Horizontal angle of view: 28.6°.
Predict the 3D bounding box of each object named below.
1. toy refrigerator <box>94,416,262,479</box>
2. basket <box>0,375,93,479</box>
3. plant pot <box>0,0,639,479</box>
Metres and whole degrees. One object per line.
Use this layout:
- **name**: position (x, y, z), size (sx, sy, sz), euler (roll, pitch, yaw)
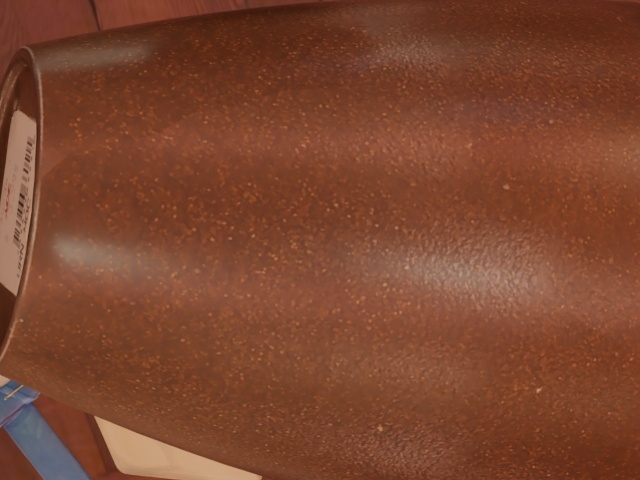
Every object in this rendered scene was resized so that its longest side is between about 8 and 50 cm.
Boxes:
- **toy refrigerator**: position (-0.052, 0.002, 0.751), size (0.094, 0.270, 0.102), euler (4, 140, 11)
- **basket**: position (-0.220, 0.077, 0.707), size (0.201, 0.289, 0.255), euler (-45, 153, -6)
- **plant pot**: position (0.000, 0.000, 0.455), size (0.230, 0.215, 0.215), euler (7, 109, -25)
